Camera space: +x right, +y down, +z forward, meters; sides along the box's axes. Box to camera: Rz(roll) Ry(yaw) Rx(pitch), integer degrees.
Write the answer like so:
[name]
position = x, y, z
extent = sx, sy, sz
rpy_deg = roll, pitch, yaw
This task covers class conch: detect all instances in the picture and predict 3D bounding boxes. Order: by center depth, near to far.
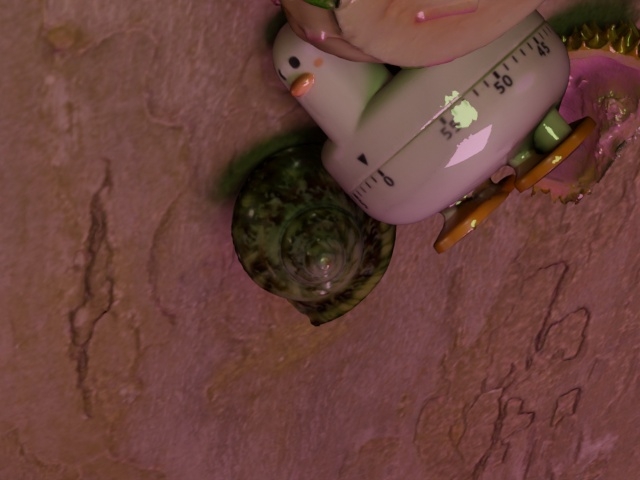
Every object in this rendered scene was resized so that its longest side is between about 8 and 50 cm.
[conch]
position = 0.002, 0.000, 1.821
extent = 0.124, 0.187, 0.181
rpy_deg = -7, -156, 29

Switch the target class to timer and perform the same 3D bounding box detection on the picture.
[timer]
position = 0.091, -0.130, 1.708
extent = 0.233, 0.240, 0.233
rpy_deg = -42, -179, 1

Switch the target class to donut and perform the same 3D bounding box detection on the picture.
[donut]
position = 0.118, -0.279, 1.484
extent = 0.371, 0.150, 0.307
rpy_deg = -37, 156, 0

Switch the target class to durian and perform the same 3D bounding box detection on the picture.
[durian]
position = 0.265, -0.134, 1.884
extent = 0.165, 0.132, 0.182
rpy_deg = -14, 151, -13
